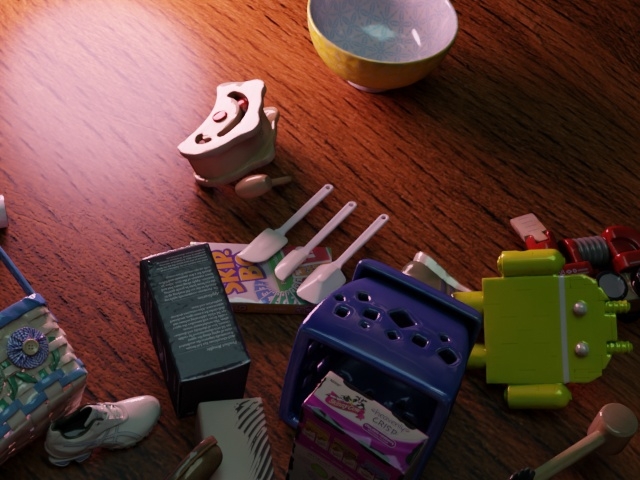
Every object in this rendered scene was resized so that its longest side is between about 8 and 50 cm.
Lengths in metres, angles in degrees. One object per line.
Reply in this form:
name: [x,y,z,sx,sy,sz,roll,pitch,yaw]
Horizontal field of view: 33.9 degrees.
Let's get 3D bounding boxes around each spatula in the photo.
spatula: [0.000,0.000,1.757,0.168,0.019,0.242,28,48,23]

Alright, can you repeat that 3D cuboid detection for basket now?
basket: [-0.480,0.156,1.469,0.289,0.201,0.255,42,57,12]

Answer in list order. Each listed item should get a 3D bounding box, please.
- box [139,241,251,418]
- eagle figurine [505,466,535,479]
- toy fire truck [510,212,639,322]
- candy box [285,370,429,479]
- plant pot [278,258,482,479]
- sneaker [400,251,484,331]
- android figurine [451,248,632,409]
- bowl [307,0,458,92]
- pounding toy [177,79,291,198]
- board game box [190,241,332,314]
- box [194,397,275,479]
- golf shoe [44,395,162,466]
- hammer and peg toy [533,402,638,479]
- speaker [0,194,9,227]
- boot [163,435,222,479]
box: [-0.189,0.134,1.548,0.108,0.153,0.207,-15,65,-17]
eagle figurine: [0.163,0.445,1.345,0.226,0.225,0.298,-4,60,20]
toy fire truck: [0.434,0.026,1.776,0.217,0.158,0.246,-9,63,-15]
candy box: [0.044,0.298,1.415,0.159,0.233,0.071,32,53,16]
plant pot: [0.098,0.179,1.531,0.236,0.236,0.212,26,46,13]
sneaker: [0.203,0.107,1.715,0.192,0.064,0.086,40,69,18]
android figurine: [0.340,0.137,1.621,0.273,0.056,0.248,-1,89,16]
bowl: [0.109,-0.382,2.033,0.290,0.156,0.289,5,51,-6]
pounding toy: [-0.148,-0.151,1.862,0.154,0.154,0.269,-15,39,15]
board game box: [-0.109,0.062,1.717,0.260,0.039,0.124,1,50,-5]
box: [-0.109,0.358,1.423,0.094,0.113,0.275,-3,53,-13]
golf shoe: [-0.305,0.259,1.489,0.176,0.086,0.069,-23,57,-26]
hammer and peg toy: [0.417,0.423,1.443,0.266,0.127,0.361,-15,55,-18]
speaker: [-0.582,-0.037,1.708,0.136,0.055,0.055,-10,53,-17]
boot: [-0.200,0.395,1.343,0.115,0.112,0.305,33,81,9]
